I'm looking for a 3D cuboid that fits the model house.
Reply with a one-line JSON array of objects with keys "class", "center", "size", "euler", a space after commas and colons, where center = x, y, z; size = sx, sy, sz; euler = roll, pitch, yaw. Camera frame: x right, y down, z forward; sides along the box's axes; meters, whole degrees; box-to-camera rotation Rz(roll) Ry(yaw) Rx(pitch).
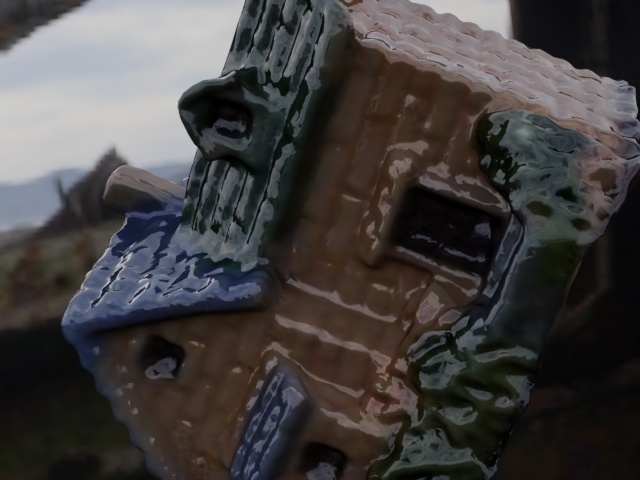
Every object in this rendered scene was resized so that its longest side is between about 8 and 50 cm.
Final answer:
[{"class": "model house", "center": [0.000, 0.000, 0.561], "size": [0.172, 0.183, 0.166], "euler": [25, 22, 2]}]
